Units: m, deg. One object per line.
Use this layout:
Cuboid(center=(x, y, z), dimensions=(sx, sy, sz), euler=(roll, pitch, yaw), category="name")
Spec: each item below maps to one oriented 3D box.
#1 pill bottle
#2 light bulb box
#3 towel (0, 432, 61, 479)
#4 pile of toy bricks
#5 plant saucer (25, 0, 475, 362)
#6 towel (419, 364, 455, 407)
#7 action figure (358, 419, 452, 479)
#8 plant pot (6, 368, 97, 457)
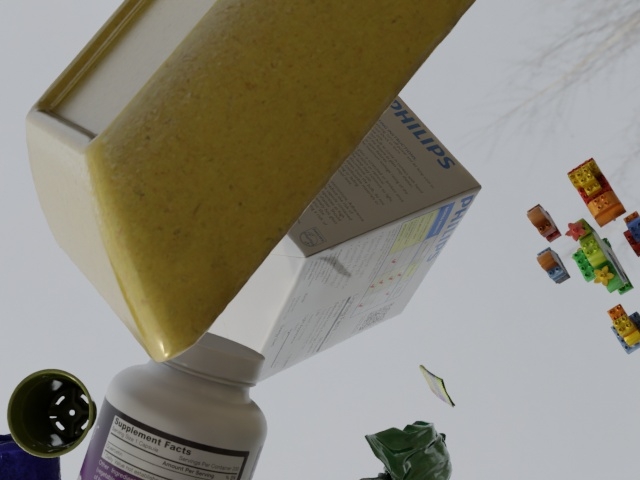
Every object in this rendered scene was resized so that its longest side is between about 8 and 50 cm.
Cuboid(center=(-0.169, 0.261, 1.146), dimensions=(0.181, 0.181, 0.323), euler=(18, -90, -30), category="pill bottle")
Cuboid(center=(0.000, 0.000, 1.673), dimensions=(0.361, 0.358, 0.225), euler=(-22, -117, -36), category="light bulb box")
Cuboid(center=(-0.425, 0.392, 1.307), dimensions=(0.227, 0.076, 0.308), euler=(-5, -84, 2), category="towel")
Cuboid(center=(0.274, 0.011, 1.042), dimensions=(0.105, 0.118, 0.212), euler=(30, -150, -55), category="pile of toy bricks")
Cuboid(center=(-0.046, -0.123, 0.590), dimensions=(0.081, 0.333, 0.333), euler=(41, -97, -24), category="plant saucer")
Cuboid(center=(0.191, 0.237, 1.732), dimensions=(0.009, 0.083, 0.060), euler=(-31, -71, -11), category="towel")
Cuboid(center=(0.102, 0.251, 1.161), dimensions=(0.137, 0.063, 0.232), euler=(68, -160, 3), category="action figure")
Cuboid(center=(-0.255, 0.169, 1.039), dimensions=(0.083, 0.079, 0.083), euler=(0, -99, 2), category="plant pot")
